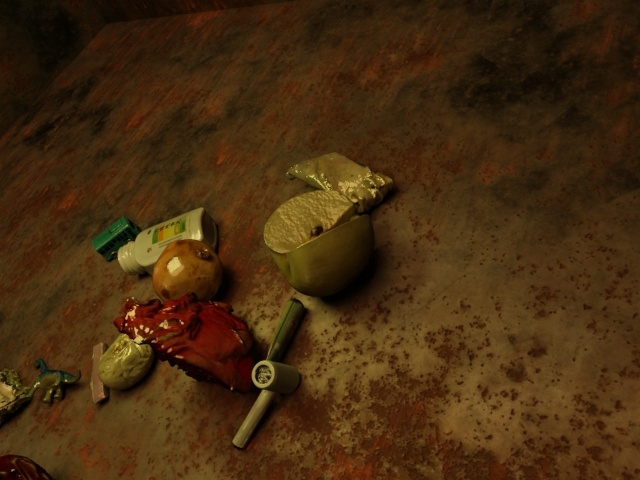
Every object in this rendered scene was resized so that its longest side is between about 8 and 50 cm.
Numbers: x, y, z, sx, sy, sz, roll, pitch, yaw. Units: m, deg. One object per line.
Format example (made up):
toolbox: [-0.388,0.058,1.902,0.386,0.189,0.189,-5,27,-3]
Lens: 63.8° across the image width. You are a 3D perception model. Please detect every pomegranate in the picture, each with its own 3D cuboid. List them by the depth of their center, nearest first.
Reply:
pomegranate: [-0.401,0.096,1.552,0.215,0.215,0.215,-14,50,17]

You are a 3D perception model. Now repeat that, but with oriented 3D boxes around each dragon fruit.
dragon fruit: [-0.314,0.217,1.308,0.286,0.329,0.228,0,54,51]

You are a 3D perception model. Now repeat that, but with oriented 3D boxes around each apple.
apple: [0.007,0.019,1.396,0.258,0.233,0.295,-27,33,-21]

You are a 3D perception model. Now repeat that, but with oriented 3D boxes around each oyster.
oyster: [-1.046,0.502,1.660,0.260,0.092,0.198,-20,48,24]

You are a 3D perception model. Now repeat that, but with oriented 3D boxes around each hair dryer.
hair dryer: [-0.156,0.406,1.265,0.073,0.131,0.236,31,87,31]

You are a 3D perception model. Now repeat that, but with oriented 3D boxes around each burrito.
burrito: [0.065,-0.194,1.621,0.175,0.107,0.348,-39,48,-26]

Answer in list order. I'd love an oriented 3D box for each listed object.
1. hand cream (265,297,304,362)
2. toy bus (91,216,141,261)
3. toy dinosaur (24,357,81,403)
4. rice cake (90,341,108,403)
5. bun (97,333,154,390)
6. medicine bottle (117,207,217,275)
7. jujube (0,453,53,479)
hand cream: [-0.100,0.257,1.377,0.055,0.086,0.235,13,57,15]
toy bus: [-0.752,-0.011,1.898,0.160,0.092,0.079,-39,49,-5]
toy dinosaur: [-0.837,0.413,1.634,0.248,0.075,0.188,-28,40,13]
rice cake: [-0.673,0.404,1.575,0.047,0.036,0.206,-33,46,14]
bun: [-0.579,0.345,1.522,0.188,0.111,0.164,-44,45,-6]
medicine bottle: [-0.516,0.017,1.739,0.324,0.124,0.179,-21,48,13]
jujube: [-0.767,0.692,1.270,0.377,0.258,0.258,21,66,23]
